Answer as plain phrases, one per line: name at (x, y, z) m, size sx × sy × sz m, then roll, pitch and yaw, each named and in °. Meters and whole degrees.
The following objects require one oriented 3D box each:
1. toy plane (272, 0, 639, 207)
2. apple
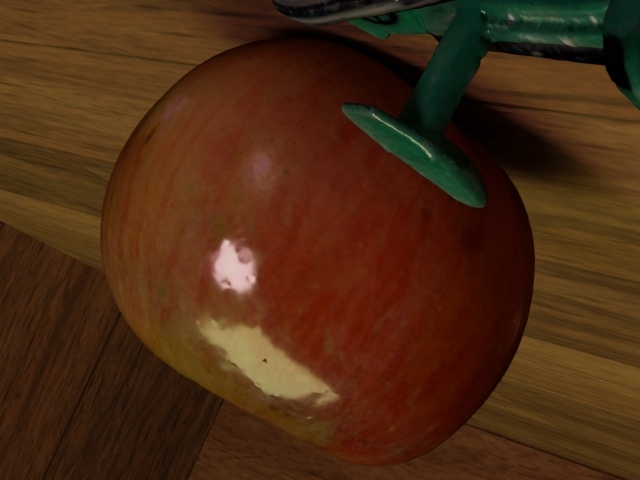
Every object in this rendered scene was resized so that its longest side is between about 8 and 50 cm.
toy plane at (0.110, -0.049, 0.416) m, size 0.155 × 0.106 × 0.382 m, roll 37°, pitch 167°, yaw -35°
apple at (0.000, 0.000, 0.835) m, size 0.209 × 0.164 × 0.209 m, roll 31°, pitch -178°, yaw -1°
